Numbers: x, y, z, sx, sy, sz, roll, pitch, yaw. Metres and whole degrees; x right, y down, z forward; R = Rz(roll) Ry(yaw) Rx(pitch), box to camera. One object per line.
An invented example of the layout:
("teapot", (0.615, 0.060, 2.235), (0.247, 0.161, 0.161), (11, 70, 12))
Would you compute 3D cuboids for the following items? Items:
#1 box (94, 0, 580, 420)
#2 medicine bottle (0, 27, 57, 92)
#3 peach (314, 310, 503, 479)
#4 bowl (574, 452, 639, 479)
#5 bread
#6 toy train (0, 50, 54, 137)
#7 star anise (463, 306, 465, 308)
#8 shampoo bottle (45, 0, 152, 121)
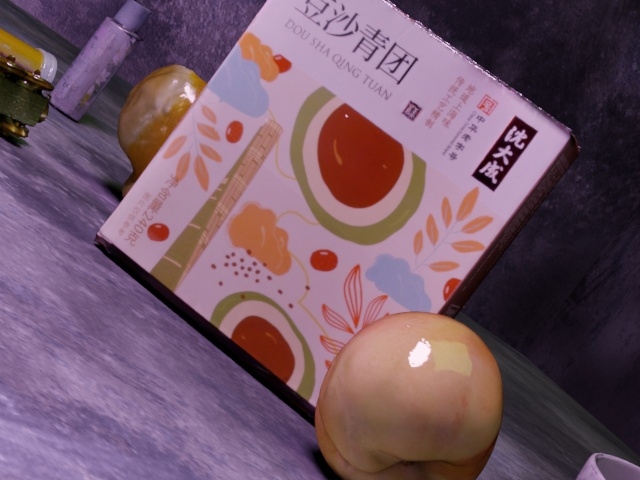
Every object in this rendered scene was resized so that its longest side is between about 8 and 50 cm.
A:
("box", (0.016, -0.047, 1.554), (0.344, 0.385, 0.122), (38, 4, 15))
("medicine bottle", (-0.492, -0.291, 2.197), (0.218, 0.074, 0.074), (31, 7, -44))
("peach", (0.083, 0.150, 1.354), (0.184, 0.184, 0.184), (36, 4, -3))
("bowl", (0.352, 0.353, 1.480), (0.287, 0.143, 0.287), (31, 9, -5))
("bread", (-0.121, -0.078, 1.955), (0.341, 0.210, 0.300), (36, -17, -31))
("toy train", (-0.413, -0.196, 1.756), (0.137, 0.090, 0.225), (31, 2, 25))
("star anise", (0.134, 0.066, 2.183), (0.346, 0.148, 0.237), (90, -24, -45))
("shampoo bottle", (-0.348, -0.291, 2.372), (0.072, 0.214, 0.072), (37, 5, -3))
